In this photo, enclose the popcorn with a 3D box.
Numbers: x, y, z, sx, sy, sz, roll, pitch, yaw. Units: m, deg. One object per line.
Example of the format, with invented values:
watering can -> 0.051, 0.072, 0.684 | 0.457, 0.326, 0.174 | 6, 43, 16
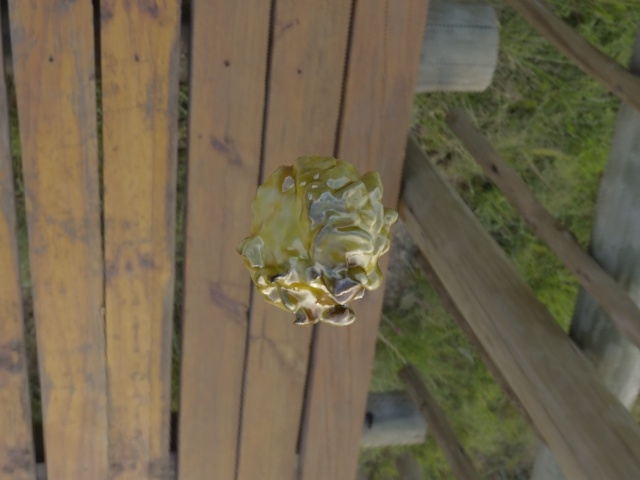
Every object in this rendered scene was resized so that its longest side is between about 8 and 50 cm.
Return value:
popcorn -> 0.000, 0.000, 0.466 | 0.057, 0.083, 0.082 | 14, 114, -36
